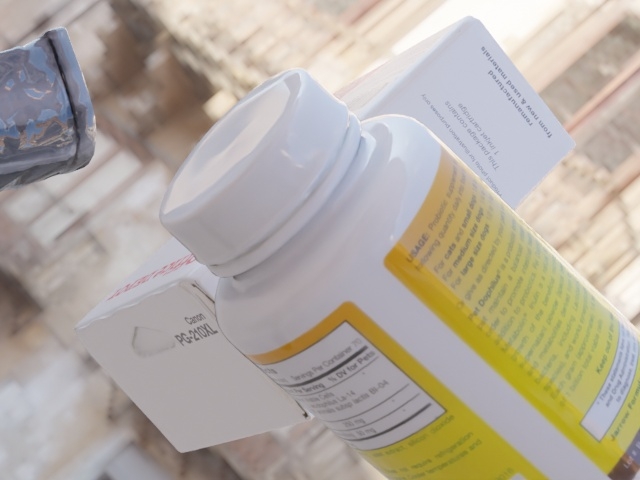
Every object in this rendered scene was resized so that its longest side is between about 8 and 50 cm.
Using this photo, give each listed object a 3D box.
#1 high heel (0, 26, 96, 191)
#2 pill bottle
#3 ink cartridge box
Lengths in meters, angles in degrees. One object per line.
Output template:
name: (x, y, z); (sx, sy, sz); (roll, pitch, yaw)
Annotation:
high heel: (-0.190, -0.108, 0.487); (0.261, 0.186, 0.093); (64, -31, 11)
pill bottle: (0.040, 0.031, 0.753); (0.215, 0.117, 0.117); (43, -13, -19)
ink cartridge box: (0.000, 0.000, 1.024); (0.100, 0.237, 0.172); (51, -29, -8)
